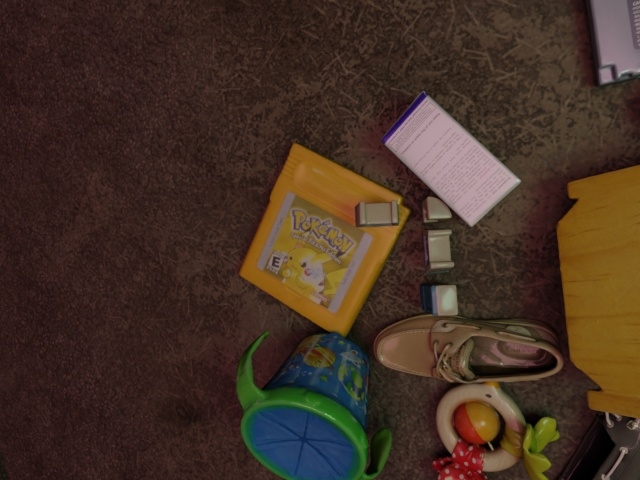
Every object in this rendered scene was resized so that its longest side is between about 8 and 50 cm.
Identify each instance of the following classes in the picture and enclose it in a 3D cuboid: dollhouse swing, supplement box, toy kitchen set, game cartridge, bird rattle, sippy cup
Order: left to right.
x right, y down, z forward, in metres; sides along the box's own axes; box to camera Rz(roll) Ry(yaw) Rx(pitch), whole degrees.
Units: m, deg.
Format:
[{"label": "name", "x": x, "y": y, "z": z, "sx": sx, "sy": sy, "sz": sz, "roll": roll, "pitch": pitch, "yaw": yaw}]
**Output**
[{"label": "sippy cup", "x": -0.004, "y": 0.307, "z": 0.851, "sx": 0.240, "sy": 0.224, "sz": 0.305, "roll": -6, "pitch": 117, "yaw": 22}, {"label": "game cartridge", "x": 0.000, "y": 0.000, "z": 0.923, "sx": 0.285, "sy": 0.053, "sz": 0.323, "roll": 29, "pitch": 108, "yaw": 16}, {"label": "toy kitchen set", "x": 0.152, "y": 0.033, "z": 0.814, "sx": 0.166, "sy": 0.122, "sz": 0.207, "roll": -3, "pitch": 85, "yaw": 4}, {"label": "supplement box", "x": 0.232, "y": -0.142, "z": 0.777, "sx": 0.220, "sy": 0.111, "sz": 0.114, "roll": 46, "pitch": 111, "yaw": 11}, {"label": "bird rattle", "x": 0.310, "y": 0.373, "z": 0.831, "sx": 0.253, "sy": 0.143, "sz": 0.206, "roll": -39, "pitch": 70, "yaw": 35}, {"label": "game cartridge", "x": 0.565, "y": -0.364, "z": 0.646, "sx": 0.294, "sy": 0.060, "sz": 0.196, "roll": -8, "pitch": 97, "yaw": 23}, {"label": "dollhouse swing", "x": 0.589, "y": 0.066, "z": 0.635, "sx": 0.315, "sy": 0.305, "sz": 0.346, "roll": -13, "pitch": 78, "yaw": 56}]

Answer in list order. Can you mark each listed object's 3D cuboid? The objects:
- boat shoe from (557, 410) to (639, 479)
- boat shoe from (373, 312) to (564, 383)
[{"label": "boat shoe", "x": 0.484, "y": 0.357, "z": 0.738, "sx": 0.096, "sy": 0.112, "sz": 0.335, "roll": 15, "pitch": 106, "yaw": 15}, {"label": "boat shoe", "x": 0.256, "y": 0.202, "z": 0.811, "sx": 0.341, "sy": 0.110, "sz": 0.121, "roll": -9, "pitch": 93, "yaw": 23}]
